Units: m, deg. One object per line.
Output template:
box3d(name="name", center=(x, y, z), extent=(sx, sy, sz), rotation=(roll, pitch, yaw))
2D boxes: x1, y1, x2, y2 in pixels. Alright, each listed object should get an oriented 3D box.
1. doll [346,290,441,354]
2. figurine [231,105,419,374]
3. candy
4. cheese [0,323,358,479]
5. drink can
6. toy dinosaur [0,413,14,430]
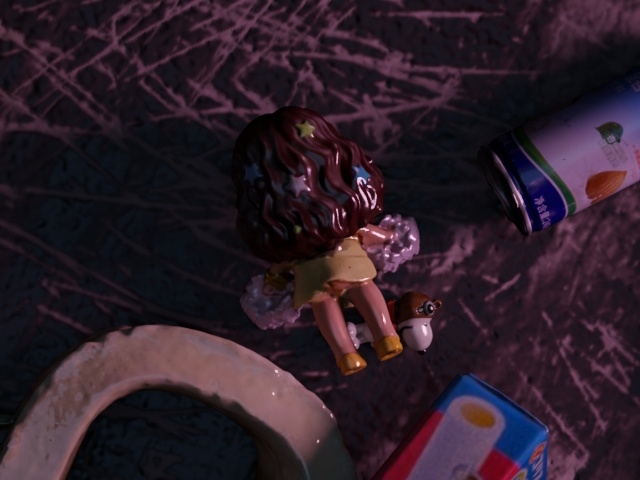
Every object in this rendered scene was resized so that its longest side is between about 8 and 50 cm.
box3d(name="doll", center=(0.065, 0.073, 1.729), extent=(0.085, 0.040, 0.058), rotation=(5, 98, -2))
box3d(name="figurine", center=(-0.001, -0.002, 1.689), extent=(0.175, 0.116, 0.240), rotation=(-23, 89, -2))
box3d(name="candy", center=(0.065, 0.270, 1.584), extent=(0.100, 0.157, 0.306), rotation=(32, 69, 21))
box3d(name="cheese", center=(-0.144, 0.239, 1.644), extent=(0.292, 0.153, 0.332), rotation=(31, 84, -7))
box3d(name="drink can", center=(0.264, -0.094, 1.713), extent=(0.235, 0.097, 0.097), rotation=(-26, 89, -3))
box3d(name="toy dinosaur", center=(-0.314, 0.146, 1.714), extent=(0.180, 0.037, 0.058), rotation=(11, 109, 5))
